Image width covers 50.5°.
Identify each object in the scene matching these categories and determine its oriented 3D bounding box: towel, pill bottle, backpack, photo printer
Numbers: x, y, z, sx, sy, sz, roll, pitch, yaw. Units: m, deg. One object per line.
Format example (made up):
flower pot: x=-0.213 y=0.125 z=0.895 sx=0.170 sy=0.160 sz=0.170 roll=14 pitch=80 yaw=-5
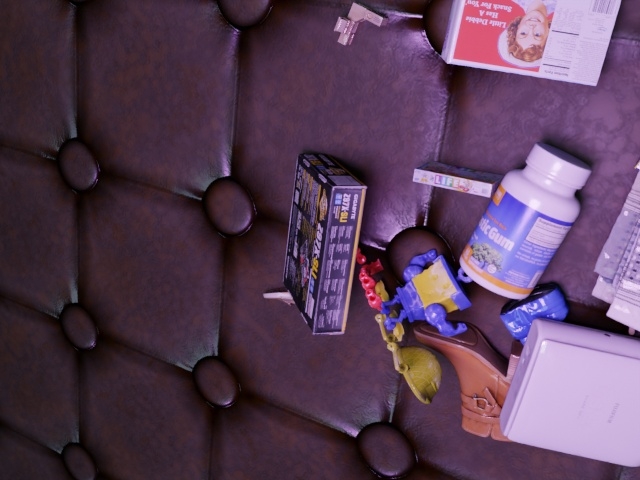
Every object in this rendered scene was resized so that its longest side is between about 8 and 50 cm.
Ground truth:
towel: x=0.639 y=0.046 z=1.136 sx=0.324 sy=0.056 sz=0.312 roll=31 pitch=127 yaw=34
pill bottle: x=0.387 y=-0.039 z=1.272 sx=0.152 sy=0.152 sz=0.271 roll=31 pitch=114 yaw=17
backpack: x=0.431 y=0.144 z=1.340 sx=0.120 sy=0.098 sz=0.101 roll=-34 pitch=92 yaw=19
photo printer: x=0.524 y=0.293 z=1.283 sx=0.308 sy=0.107 sz=0.255 roll=12 pitch=114 yaw=2

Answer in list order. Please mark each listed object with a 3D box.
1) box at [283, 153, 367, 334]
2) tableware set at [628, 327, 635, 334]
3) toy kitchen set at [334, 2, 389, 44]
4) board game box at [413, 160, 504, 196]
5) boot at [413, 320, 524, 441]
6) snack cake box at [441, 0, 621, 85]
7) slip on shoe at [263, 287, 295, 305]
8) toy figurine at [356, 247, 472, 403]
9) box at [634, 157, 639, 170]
box: x=0.000 y=0.000 z=1.444 sx=0.257 sy=0.080 sz=0.321 roll=-132 pitch=46 yaw=-62
tableware set: x=0.651 y=0.094 z=1.242 sx=0.128 sy=0.039 sz=0.194 roll=12 pitch=105 yaw=37
toy kitchen set: x=0.078 y=-0.427 z=1.371 sx=0.075 sy=0.068 sz=0.083 roll=32 pitch=117 yaw=16
board game box: x=0.273 y=-0.123 z=1.338 sx=0.154 sy=0.103 sz=0.026 roll=15 pitch=111 yaw=23
boot: x=0.323 y=0.299 z=1.449 sx=0.284 sy=0.109 sz=0.220 roll=13 pitch=114 yaw=17
snack cake box: x=0.357 y=-0.365 z=1.171 sx=0.265 sy=0.089 sz=0.152 roll=9 pitch=112 yaw=-2
slip on shoe: x=-0.075 y=0.138 z=1.632 sx=0.136 sy=0.051 sz=0.041 roll=-5 pitch=100 yaw=21
toy figurine: x=0.218 y=0.113 z=1.356 sx=0.217 sy=0.362 sz=0.191 roll=-27 pitch=134 yaw=7
box: x=0.618 y=-0.183 z=1.167 sx=0.059 sy=0.054 sz=0.168 roll=35 pitch=118 yaw=15
